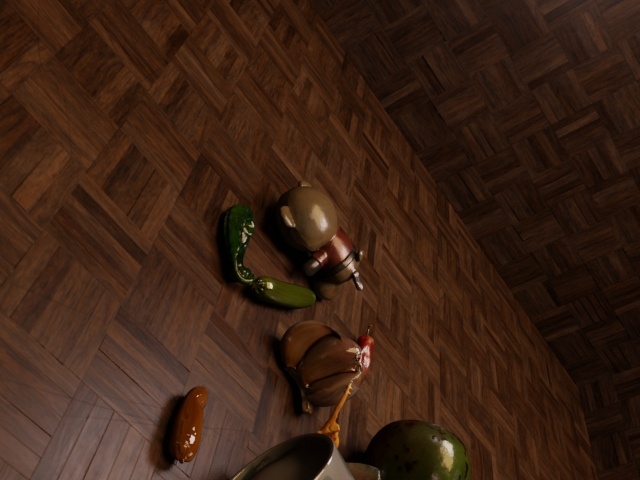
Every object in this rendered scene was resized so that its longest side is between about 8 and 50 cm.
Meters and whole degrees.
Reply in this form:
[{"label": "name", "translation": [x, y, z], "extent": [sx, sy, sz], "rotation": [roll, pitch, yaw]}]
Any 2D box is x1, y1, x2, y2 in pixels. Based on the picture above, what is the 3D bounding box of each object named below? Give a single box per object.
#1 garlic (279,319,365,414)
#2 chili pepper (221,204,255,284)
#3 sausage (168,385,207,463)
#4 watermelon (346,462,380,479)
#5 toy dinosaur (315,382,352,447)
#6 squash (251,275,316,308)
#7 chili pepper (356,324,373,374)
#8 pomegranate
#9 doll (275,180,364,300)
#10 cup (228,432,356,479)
[{"label": "garlic", "translation": [0.007, 0.297, 1.811], "extent": [0.214, 0.191, 0.160], "rotation": [59, -3, 21]}, {"label": "chili pepper", "translation": [-0.197, 0.001, 1.813], "extent": [0.100, 0.074, 0.256], "rotation": [43, 35, -42]}, {"label": "sausage", "translation": [-0.243, 0.337, 1.388], "extent": [0.183, 0.054, 0.062], "rotation": [-86, 173, -53]}, {"label": "watermelon", "translation": [0.063, 0.613, 1.641], "extent": [0.094, 0.154, 0.241], "rotation": [47, 41, -30]}, {"label": "toy dinosaur", "translation": [0.012, 0.461, 1.686], "extent": [0.117, 0.071, 0.288], "rotation": [89, 20, -59]}, {"label": "squash", "translation": [-0.098, 0.132, 1.866], "extent": [0.258, 0.069, 0.069], "rotation": [21, 47, -54]}, {"label": "chili pepper", "translation": [0.120, 0.321, 2.129], "extent": [0.059, 0.050, 0.191], "rotation": [51, 39, -31]}, {"label": "pomegranate", "translation": [0.238, 0.591, 1.811], "extent": [0.291, 0.291, 0.323], "rotation": [45, 30, -34]}, {"label": "doll", "translation": [0.000, 0.000, 2.072], "extent": [0.330, 0.174, 0.235], "rotation": [56, 31, -17]}, {"label": "cup", "translation": [-0.054, 0.564, 1.340], "extent": [0.357, 0.259, 0.274], "rotation": [-37, 100, -34]}]
